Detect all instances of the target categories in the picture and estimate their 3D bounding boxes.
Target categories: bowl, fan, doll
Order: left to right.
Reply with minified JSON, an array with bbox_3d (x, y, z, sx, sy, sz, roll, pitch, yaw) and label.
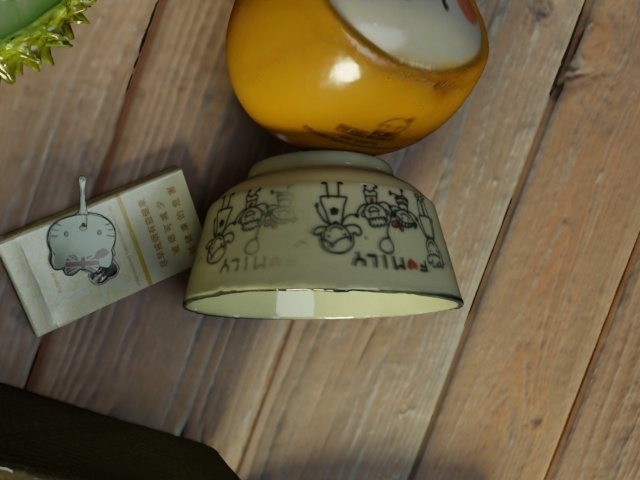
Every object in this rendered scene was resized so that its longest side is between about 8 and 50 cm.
[{"bbox_3d":[-0.196,-0.012,0.721,0.056,0.004,0.083,-5,102,-27],"label":"fan"},{"bbox_3d":[0.000,0.000,0.753,0.238,0.238,0.126,5,77,-31],"label":"bowl"},{"bbox_3d":[0.023,-0.189,0.738,0.214,0.213,0.235,10,60,-32],"label":"doll"}]

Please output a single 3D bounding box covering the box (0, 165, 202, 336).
[{"bbox_3d":[-0.182,0.008,0.751,0.167,0.024,0.090,-25,114,-22],"label":"box"}]

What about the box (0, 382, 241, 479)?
[{"bbox_3d":[-0.192,0.234,0.714,0.273,0.184,0.143,27,90,-33],"label":"box"}]

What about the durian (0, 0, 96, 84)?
[{"bbox_3d":[-0.260,-0.200,0.560,0.237,0.176,0.200,2,112,-25],"label":"durian"}]
